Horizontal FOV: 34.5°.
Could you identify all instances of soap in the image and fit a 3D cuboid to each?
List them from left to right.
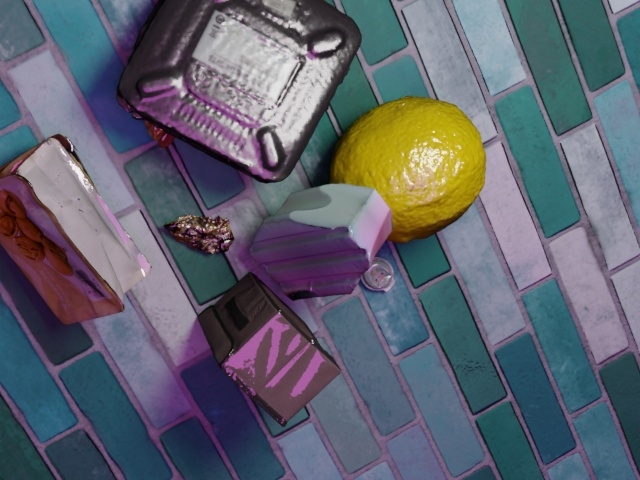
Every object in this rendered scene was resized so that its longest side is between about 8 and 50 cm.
[{"bbox_3d":[0.005,0.002,1.871,0.193,0.324,0.109,50,60,-20],"label":"soap"}]

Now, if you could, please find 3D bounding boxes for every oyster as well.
[{"bbox_3d":[-0.230,-0.008,1.965,0.132,0.029,0.086,-10,108,-14],"label":"oyster"}]

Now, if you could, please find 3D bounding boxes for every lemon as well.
[{"bbox_3d":[0.157,-0.129,1.911,0.322,0.268,0.268,-34,111,-8],"label":"lemon"}]

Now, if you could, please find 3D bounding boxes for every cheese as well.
[{"bbox_3d":[0.102,0.057,2.074,0.120,0.026,0.067,42,91,-21],"label":"cheese"}]

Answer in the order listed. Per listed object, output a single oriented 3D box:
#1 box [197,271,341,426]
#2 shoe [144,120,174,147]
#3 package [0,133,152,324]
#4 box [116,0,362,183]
[{"bbox_3d":[-0.101,0.194,1.938,0.153,0.252,0.188,-44,111,-1],"label":"box"},{"bbox_3d":[-0.261,-0.215,1.879,0.109,0.072,0.069,-22,71,-13],"label":"shoe"},{"bbox_3d":[-0.455,-0.022,1.857,0.311,0.221,0.165,57,47,-19],"label":"package"},{"bbox_3d":[-0.144,-0.314,1.820,0.359,0.091,0.350,28,84,-10],"label":"box"}]
